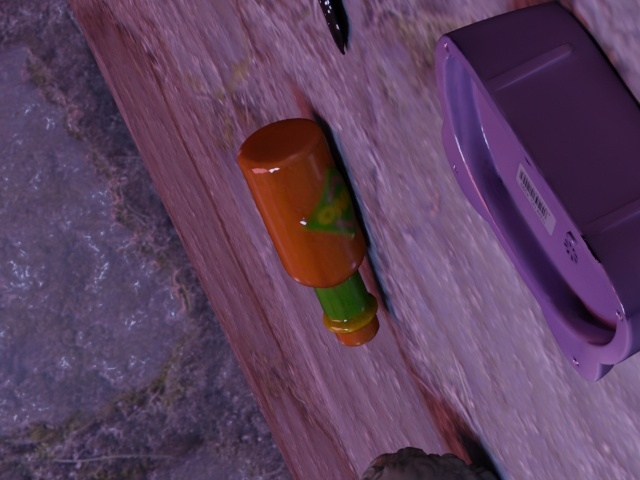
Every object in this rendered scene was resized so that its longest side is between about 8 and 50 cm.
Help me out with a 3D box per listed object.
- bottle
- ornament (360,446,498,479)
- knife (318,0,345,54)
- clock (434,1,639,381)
[{"bbox_3d":[0.000,0.000,1.262,0.069,0.069,0.187,50,165,56],"label":"bottle"},{"bbox_3d":[0.112,0.286,1.245,0.130,0.120,0.285,-1,117,58],"label":"ornament"},{"bbox_3d":[-0.021,-0.205,0.998,0.060,0.028,0.230,-108,-4,-58],"label":"knife"},{"bbox_3d":[0.105,-0.019,0.702,0.153,0.050,0.110,61,170,23],"label":"clock"}]
